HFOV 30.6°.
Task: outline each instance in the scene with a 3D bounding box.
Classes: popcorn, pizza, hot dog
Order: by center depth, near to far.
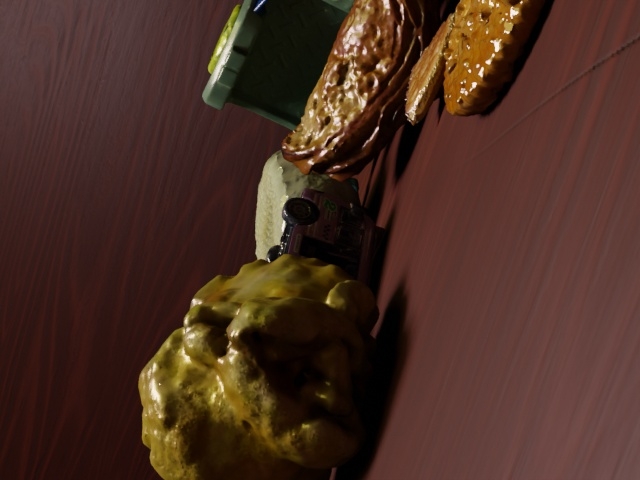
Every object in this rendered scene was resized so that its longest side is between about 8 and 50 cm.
[{"bbox_3d":[-0.033,0.124,0.938,0.203,0.226,0.200,10,122,50],"label":"popcorn"},{"bbox_3d":[0.111,-0.162,1.065,0.100,0.029,0.099,-83,18,-56],"label":"pizza"},{"bbox_3d":[0.061,-0.180,1.216,0.259,0.114,0.175,-62,2,20],"label":"hot dog"}]

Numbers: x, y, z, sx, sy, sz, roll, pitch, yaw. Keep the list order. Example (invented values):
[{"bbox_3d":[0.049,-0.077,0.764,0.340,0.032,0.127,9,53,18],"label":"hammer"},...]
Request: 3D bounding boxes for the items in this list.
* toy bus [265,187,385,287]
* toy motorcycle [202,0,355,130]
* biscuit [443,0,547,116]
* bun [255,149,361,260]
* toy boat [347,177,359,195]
[{"bbox_3d":[-0.004,0.049,1.138,0.096,0.108,0.198,111,174,-49],"label":"toy bus"},{"bbox_3d":[0.002,-0.269,1.366,0.200,0.191,0.326,-81,17,-60],"label":"toy motorcycle"},{"bbox_3d":[0.134,-0.205,0.817,0.254,0.035,0.253,-163,90,-86],"label":"biscuit"},{"bbox_3d":[-0.010,-0.016,1.379,0.195,0.118,0.195,-177,90,-80],"label":"bun"},{"bbox_3d":[0.000,0.000,1.524,0.077,0.075,0.185,-167,90,-83],"label":"toy boat"}]
